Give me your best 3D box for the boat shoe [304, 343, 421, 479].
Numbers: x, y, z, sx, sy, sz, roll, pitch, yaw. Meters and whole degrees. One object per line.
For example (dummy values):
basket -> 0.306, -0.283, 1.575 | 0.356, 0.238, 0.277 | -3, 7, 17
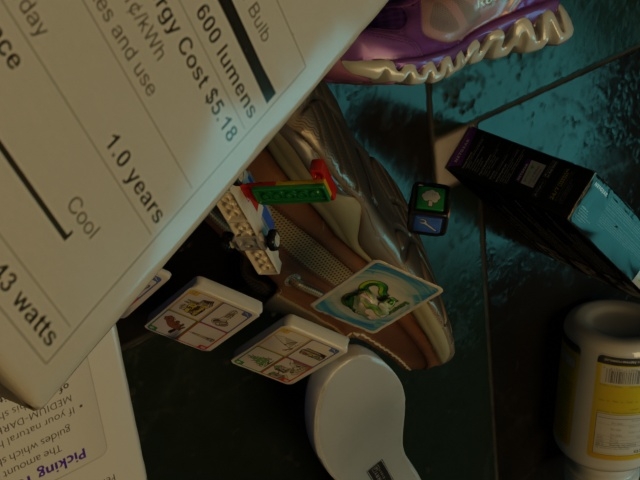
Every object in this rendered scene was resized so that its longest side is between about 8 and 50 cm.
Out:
boat shoe -> 0.026, 0.145, 0.846 | 0.080, 0.076, 0.228 | -36, 138, -10

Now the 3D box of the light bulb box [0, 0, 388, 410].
light bulb box -> -0.144, -0.199, 0.410 | 0.361, 0.225, 0.358 | -53, 134, -30

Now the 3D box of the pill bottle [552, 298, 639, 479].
pill bottle -> 0.280, 0.158, 1.050 | 0.103, 0.103, 0.184 | -17, 120, -33

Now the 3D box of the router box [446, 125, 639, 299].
router box -> 0.203, -0.018, 0.888 | 0.179, 0.133, 0.046 | 35, 86, -43

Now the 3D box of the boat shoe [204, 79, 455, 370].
boat shoe -> 0.000, 0.000, 0.759 | 0.116, 0.123, 0.324 | -25, 136, 12

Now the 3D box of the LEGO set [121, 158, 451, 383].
LEGO set -> -0.031, 0.002, 0.647 | 0.182, 0.244, 0.060 | 24, 55, -22

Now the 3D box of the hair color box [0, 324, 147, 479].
hair color box -> -0.207, 0.147, 0.645 | 0.185, 0.110, 0.339 | -23, 121, -31

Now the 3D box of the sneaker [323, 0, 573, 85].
sneaker -> 0.082, -0.171, 0.757 | 0.236, 0.095, 0.104 | -23, 116, -36
